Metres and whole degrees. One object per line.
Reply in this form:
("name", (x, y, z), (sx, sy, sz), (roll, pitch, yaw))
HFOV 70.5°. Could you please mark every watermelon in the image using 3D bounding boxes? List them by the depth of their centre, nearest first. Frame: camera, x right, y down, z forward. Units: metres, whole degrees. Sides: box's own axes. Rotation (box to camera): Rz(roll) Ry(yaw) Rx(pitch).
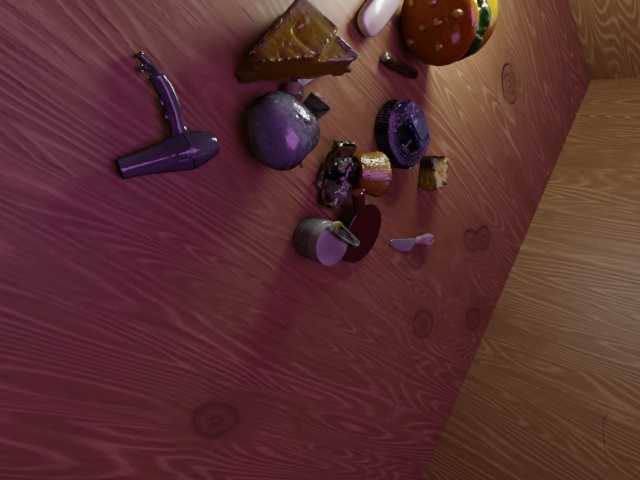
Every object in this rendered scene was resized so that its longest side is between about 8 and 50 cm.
("watermelon", (-0.005, -0.528, 1.729), (0.098, 0.121, 0.158), (50, 62, -16))

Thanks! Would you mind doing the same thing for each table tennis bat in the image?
("table tennis bat", (0.178, -0.064, 1.991), (0.268, 0.051, 0.414), (-42, 145, -25))

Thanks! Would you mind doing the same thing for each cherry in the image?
("cherry", (-0.130, -0.373, 1.580), (0.255, 0.218, 0.296), (-47, 115, -19))

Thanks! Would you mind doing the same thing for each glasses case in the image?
("glasses case", (0.249, -0.965, 1.861), (0.297, 0.075, 0.113), (-56, 133, -15))

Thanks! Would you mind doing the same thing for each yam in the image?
("yam", (0.358, -0.781, 2.029), (0.241, 0.057, 0.056), (7, 97, -43))

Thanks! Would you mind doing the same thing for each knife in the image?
("knife", (0.475, 0.013, 2.385), (0.336, 0.043, 0.081), (-6, 112, -35))

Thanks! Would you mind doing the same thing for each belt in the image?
("belt", (0.379, -0.495, 2.087), (0.260, 0.122, 0.324), (-43, 125, -18))

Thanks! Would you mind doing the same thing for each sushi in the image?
("sushi", (0.065, -0.268, 1.852), (0.139, 0.131, 0.290), (1, 111, -43))

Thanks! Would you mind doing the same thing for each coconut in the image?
("coconut", (-0.103, -0.532, 1.651), (0.083, 0.082, 0.081), (-2, 88, -12))

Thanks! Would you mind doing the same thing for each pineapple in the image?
("pineapple", (0.581, -0.364, 2.333), (0.186, 0.114, 0.236), (45, 60, -40))

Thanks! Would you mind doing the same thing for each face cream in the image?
("face cream", (0.000, 0.000, 1.847), (0.177, 0.153, 0.177), (-14, 112, -38))

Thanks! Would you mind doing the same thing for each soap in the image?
("soap", (-0.069, -0.600, 1.559), (0.304, 0.169, 0.338), (38, 73, -14))

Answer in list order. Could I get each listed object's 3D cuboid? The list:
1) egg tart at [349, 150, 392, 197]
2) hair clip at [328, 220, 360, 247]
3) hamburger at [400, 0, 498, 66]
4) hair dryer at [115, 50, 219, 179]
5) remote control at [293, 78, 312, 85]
("egg tart", (0.189, -0.282, 1.931), (0.147, 0.202, 0.202), (-3, 104, -30))
("hair clip", (0.095, -0.025, 1.798), (0.188, 0.033, 0.060), (36, 76, -41))
("hamburger", (0.538, -0.937, 1.937), (0.277, 0.396, 0.395), (-33, 122, -34))
("hair dryer", (-0.489, -0.371, 1.345), (0.301, 0.121, 0.361), (-22, 107, -28))
("remote control", (-0.016, -0.681, 1.721), (0.250, 0.034, 0.103), (-42, 126, -26))
